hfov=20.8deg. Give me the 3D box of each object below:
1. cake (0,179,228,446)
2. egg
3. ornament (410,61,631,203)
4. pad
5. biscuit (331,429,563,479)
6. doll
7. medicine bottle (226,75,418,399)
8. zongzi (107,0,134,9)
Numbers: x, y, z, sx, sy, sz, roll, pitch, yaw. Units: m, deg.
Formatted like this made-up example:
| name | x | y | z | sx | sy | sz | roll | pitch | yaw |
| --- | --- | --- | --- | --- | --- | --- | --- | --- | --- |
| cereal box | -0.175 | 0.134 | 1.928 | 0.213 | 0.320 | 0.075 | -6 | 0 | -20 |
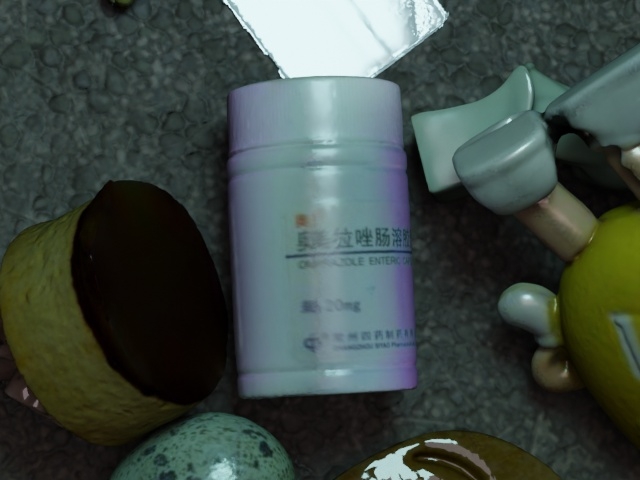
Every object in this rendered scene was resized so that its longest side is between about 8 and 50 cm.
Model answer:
| name | x | y | z | sx | sy | sz | roll | pitch | yaw |
| --- | --- | --- | --- | --- | --- | --- | --- | --- | --- |
| cake | -0.191 | 0.064 | 1.405 | 0.178 | 0.185 | 0.208 | -15 | 101 | 27 |
| egg | -0.102 | 0.210 | 1.415 | 0.172 | 0.132 | 0.132 | -20 | 88 | 19 |
| ornament | 0.217 | -0.094 | 1.487 | 0.285 | 0.130 | 0.120 | -1 | 86 | -7 |
| pad | -0.013 | -0.241 | 1.532 | 0.156 | 0.004 | 0.232 | -38 | 91 | -9 |
| biscuit | 0.084 | 0.342 | 1.466 | 0.367 | 0.063 | 0.314 | -36 | 89 | -10 |
| doll | 0.296 | 0.025 | 1.408 | 0.423 | 0.348 | 0.161 | 30 | 37 | -4 |
| medicine bottle | 0.000 | 0.000 | 1.438 | 0.152 | 0.152 | 0.254 | -2 | 86 | -8 |
| zongzi | -0.177 | -0.248 | 1.496 | 0.083 | 0.040 | 0.076 | 38 | 88 | 9 |
